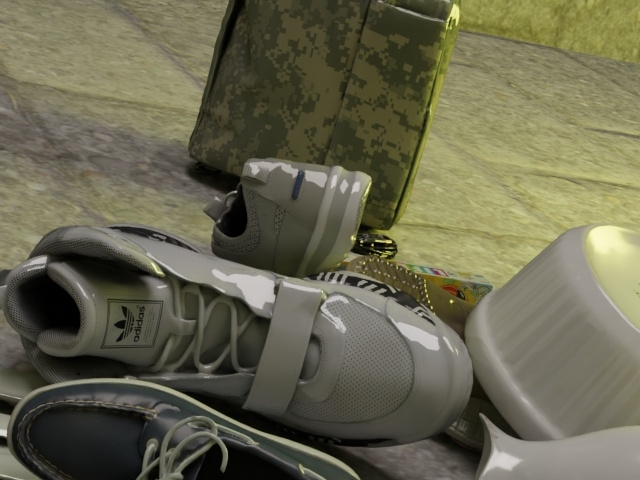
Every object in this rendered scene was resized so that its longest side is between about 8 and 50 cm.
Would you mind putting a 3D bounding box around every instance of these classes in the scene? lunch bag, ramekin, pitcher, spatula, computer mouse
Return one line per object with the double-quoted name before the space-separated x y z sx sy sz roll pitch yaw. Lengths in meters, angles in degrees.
"lunch bag" 0.002 -0.193 2.172 0.256 0.305 0.212 15 15 -5
"ramekin" 0.264 0.101 1.590 0.273 0.127 0.273 29 26 -16
"pitcher" 0.203 0.206 1.379 0.207 0.125 0.178 8 34 11
"spatula" -0.147 0.149 1.392 0.242 0.019 0.168 13 15 -8
"computer mouse" 0.000 0.000 1.995 0.071 0.041 0.242 26 18 34

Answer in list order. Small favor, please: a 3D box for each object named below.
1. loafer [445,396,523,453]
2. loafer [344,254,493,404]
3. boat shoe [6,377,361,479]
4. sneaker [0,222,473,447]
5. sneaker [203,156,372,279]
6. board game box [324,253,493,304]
"loafer" 0.150 0.166 1.596 0.125 0.039 0.045 16 49 13
"loafer" 0.122 0.107 1.665 0.268 0.092 0.102 30 26 -10
"boat shoe" -0.085 0.161 1.287 0.254 0.095 0.079 22 4 -9
"sneaker" -0.079 0.077 1.457 0.366 0.137 0.210 16 7 22
"sneaker" -0.046 -0.008 1.631 0.115 0.105 0.281 22 -28 -7
"board game box" 0.067 0.071 1.702 0.154 0.103 0.026 9 17 -21
